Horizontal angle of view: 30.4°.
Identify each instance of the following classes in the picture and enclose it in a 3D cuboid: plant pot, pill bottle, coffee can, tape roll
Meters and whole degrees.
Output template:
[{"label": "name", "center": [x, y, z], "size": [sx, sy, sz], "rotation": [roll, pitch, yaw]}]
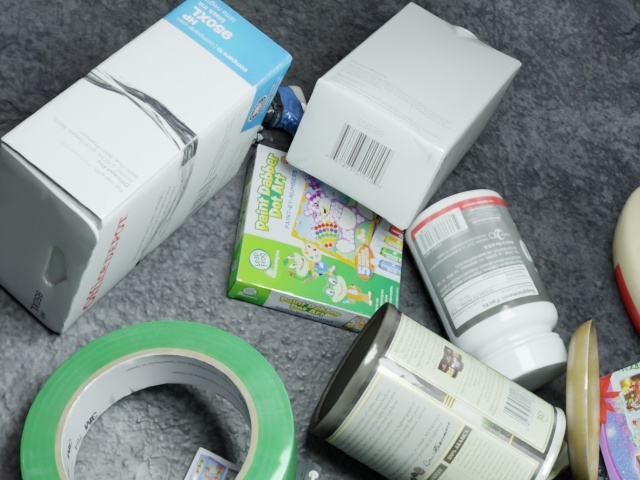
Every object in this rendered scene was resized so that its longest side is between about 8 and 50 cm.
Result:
[{"label": "plant pot", "center": [0.362, 0.227, 1.627], "size": [0.032, 0.236, 0.236], "rotation": [-2, 52, 17]}, {"label": "pill bottle", "center": [0.247, 0.082, 1.722], "size": [0.161, 0.161, 0.283], "rotation": [-9, 64, -29]}, {"label": "coffee can", "center": [0.152, 0.237, 1.553], "size": [0.275, 0.201, 0.201], "rotation": [32, 52, -3]}, {"label": "tape roll", "center": [-0.189, 0.248, 1.398], "size": [0.321, 0.077, 0.321], "rotation": [-1, 52, 2]}]

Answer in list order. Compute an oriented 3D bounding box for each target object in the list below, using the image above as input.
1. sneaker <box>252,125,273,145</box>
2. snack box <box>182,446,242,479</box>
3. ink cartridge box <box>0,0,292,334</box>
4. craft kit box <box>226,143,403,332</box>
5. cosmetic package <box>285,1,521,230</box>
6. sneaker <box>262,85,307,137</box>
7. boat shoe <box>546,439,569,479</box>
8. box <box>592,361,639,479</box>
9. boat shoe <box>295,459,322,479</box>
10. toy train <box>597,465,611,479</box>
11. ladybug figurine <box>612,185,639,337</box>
[{"label": "sneaker", "center": [-0.105, -0.156, 1.781], "size": [0.069, 0.038, 0.098], "rotation": [13, 36, -14]}, {"label": "snack box", "center": [-0.089, 0.331, 1.497], "size": [0.178, 0.022, 0.064], "rotation": [28, 54, -5]}, {"label": "ink cartridge box", "center": [-0.246, -0.105, 1.542], "size": [0.166, 0.285, 0.395], "rotation": [39, 51, 5]}, {"label": "craft kit box", "center": [0.000, 0.000, 1.734], "size": [0.247, 0.061, 0.249], "rotation": [14, 54, -12]}, {"label": "cosmetic package", "center": [0.135, -0.202, 1.790], "size": [0.217, 0.156, 0.385], "rotation": [32, 35, 10]}, {"label": "sneaker", "center": [-0.048, -0.178, 1.821], "size": [0.085, 0.058, 0.152], "rotation": [-7, 58, -34]}, {"label": "boat shoe", "center": [0.314, 0.323, 1.671], "size": [0.135, 0.050, 0.045], "rotation": [-24, 68, -45]}, {"label": "box", "center": [0.508, 0.307, 1.669], "size": [0.057, 0.201, 0.293], "rotation": [25, 46, -47]}, {"label": "boat shoe", "center": [-0.056, 0.397, 1.399], "size": [0.091, 0.114, 0.302], "rotation": [12, 64, -7]}, {"label": "toy train", "center": [0.411, 0.397, 1.679], "size": [0.036, 0.027, 0.158], "rotation": [17, 52, -29]}, {"label": "ladybug figurine", "center": [0.616, 0.114, 1.866], "size": [0.305, 0.162, 0.449], "rotation": [-13, 65, -30]}]
